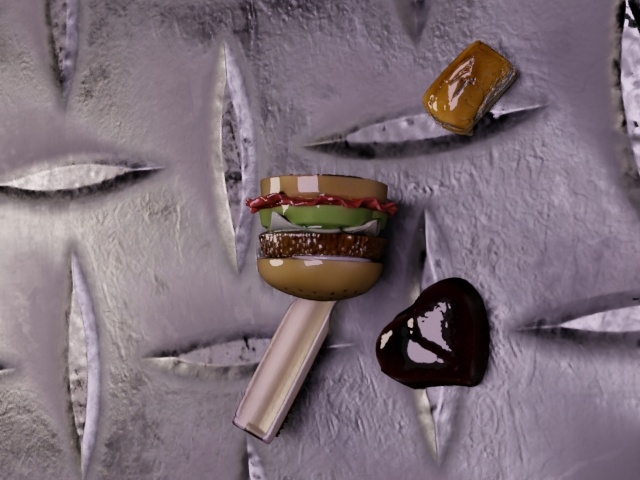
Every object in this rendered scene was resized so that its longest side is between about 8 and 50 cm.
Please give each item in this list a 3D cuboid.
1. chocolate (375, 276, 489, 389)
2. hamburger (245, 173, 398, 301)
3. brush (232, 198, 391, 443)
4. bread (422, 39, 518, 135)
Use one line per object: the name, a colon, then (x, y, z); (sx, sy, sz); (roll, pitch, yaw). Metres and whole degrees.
chocolate: (0.123, 0.119, 1.465); (0.149, 0.080, 0.125); (-40, 70, 14)
hamburger: (0.003, 0.000, 1.457); (0.175, 0.175, 0.137); (0, 87, 24)
brush: (-0.005, 0.088, 1.547); (0.060, 0.050, 0.321); (26, 88, 26)
bread: (0.167, -0.174, 1.488); (0.072, 0.053, 0.106); (44, 97, 17)
